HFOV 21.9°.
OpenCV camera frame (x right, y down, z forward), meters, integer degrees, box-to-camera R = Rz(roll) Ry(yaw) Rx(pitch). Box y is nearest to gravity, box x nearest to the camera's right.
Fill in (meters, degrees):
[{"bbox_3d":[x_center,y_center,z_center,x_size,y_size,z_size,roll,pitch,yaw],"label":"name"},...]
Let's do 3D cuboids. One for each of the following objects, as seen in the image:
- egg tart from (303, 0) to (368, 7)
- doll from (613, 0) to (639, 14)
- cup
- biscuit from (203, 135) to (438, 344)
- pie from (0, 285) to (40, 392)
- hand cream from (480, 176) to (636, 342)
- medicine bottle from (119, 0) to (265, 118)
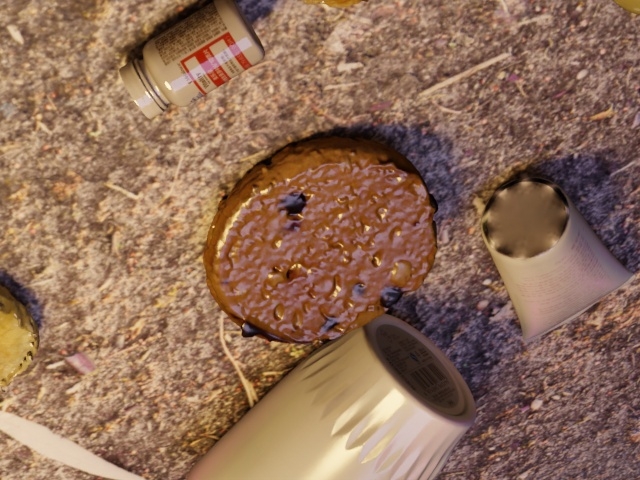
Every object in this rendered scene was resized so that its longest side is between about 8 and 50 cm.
[{"bbox_3d":[0.061,-0.321,1.656,0.241,0.106,0.241,-20,142,-16],"label":"egg tart"},{"bbox_3d":[0.414,-0.317,1.822,0.260,0.161,0.177,11,131,-42],"label":"doll"},{"bbox_3d":[0.015,0.289,2.234,0.253,0.253,0.371,22,118,-45],"label":"cup"},{"bbox_3d":[-0.001,-0.001,1.995,0.296,0.075,0.296,-10,125,-14],"label":"biscuit"},{"bbox_3d":[-0.457,0.128,1.913,0.274,0.055,0.274,-16,142,-13],"label":"pie"},{"bbox_3d":[0.314,0.032,2.234,0.185,0.118,0.359,-33,150,5],"label":"hand cream"},{"bbox_3d":[-0.134,-0.187,1.713,0.140,0.079,0.079,-31,143,5],"label":"medicine bottle"}]
